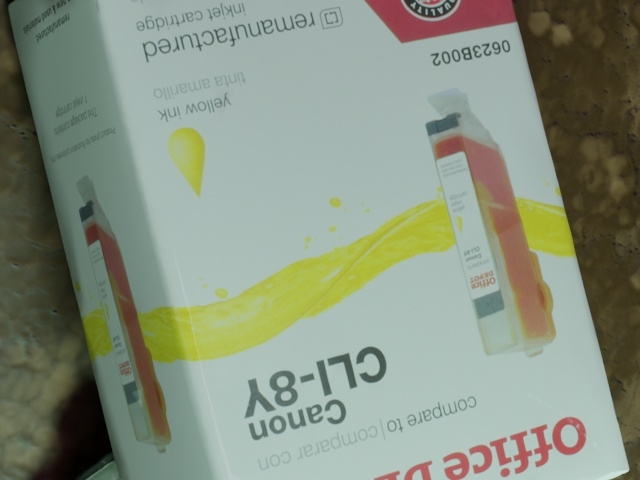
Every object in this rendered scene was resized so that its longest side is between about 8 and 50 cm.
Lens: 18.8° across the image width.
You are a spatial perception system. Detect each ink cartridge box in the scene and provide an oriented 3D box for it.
[{"bbox_3d":[0.000,0.000,1.192,0.279,0.160,0.384,-14,89,-28],"label":"ink cartridge box"}]

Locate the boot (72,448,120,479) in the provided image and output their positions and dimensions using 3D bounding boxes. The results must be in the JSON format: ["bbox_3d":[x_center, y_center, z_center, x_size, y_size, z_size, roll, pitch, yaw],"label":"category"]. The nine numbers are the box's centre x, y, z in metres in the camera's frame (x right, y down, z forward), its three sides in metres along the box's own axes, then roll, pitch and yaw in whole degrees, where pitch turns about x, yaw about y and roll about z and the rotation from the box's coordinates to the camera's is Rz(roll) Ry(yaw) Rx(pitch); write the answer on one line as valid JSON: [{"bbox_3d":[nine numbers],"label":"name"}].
[{"bbox_3d":[-0.137,0.268,1.278,0.161,0.083,0.246,30,93,10],"label":"boot"}]
